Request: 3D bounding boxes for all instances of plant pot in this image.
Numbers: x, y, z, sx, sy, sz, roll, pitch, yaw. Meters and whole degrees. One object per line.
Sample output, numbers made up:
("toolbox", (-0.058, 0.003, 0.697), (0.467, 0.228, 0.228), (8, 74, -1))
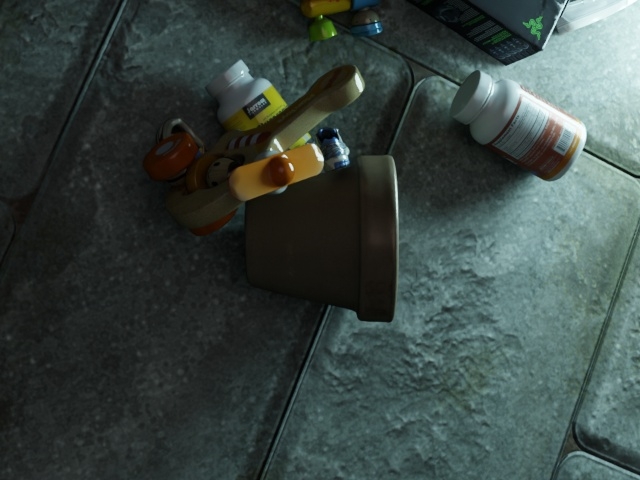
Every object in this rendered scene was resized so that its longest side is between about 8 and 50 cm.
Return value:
("plant pot", (0.000, 0.000, 1.664), (0.229, 0.263, 0.263), (-1, 86, -1))

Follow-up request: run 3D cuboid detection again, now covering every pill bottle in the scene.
("pill bottle", (0.335, -0.200, 1.835), (0.216, 0.121, 0.121), (28, 78, -14))
("pill bottle", (-0.098, -0.191, 1.700), (0.103, 0.103, 0.184), (-41, 99, -16))

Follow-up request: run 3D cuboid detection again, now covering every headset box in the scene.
("headset box", (0.303, -0.473, 1.837), (0.283, 0.131, 0.246), (31, 78, -15))

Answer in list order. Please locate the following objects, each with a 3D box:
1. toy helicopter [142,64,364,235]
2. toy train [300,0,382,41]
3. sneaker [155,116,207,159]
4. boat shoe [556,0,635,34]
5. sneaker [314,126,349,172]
("toy helicopter", (-0.071, -0.140, 1.552), (0.355, 0.235, 0.140), (-40, 116, -13))
("toy train", (-0.014, -0.389, 1.751), (0.248, 0.105, 0.143), (-16, 105, -19))
("sneaker", (-0.196, -0.105, 1.671), (0.069, 0.084, 0.185), (-34, 96, -17))
("boat shoe", (0.499, -0.431, 1.940), (0.184, 0.066, 0.063), (-25, 95, -8))
("sneaker", (0.016, -0.150, 1.646), (0.052, 0.135, 0.058), (-18, 108, -3))
